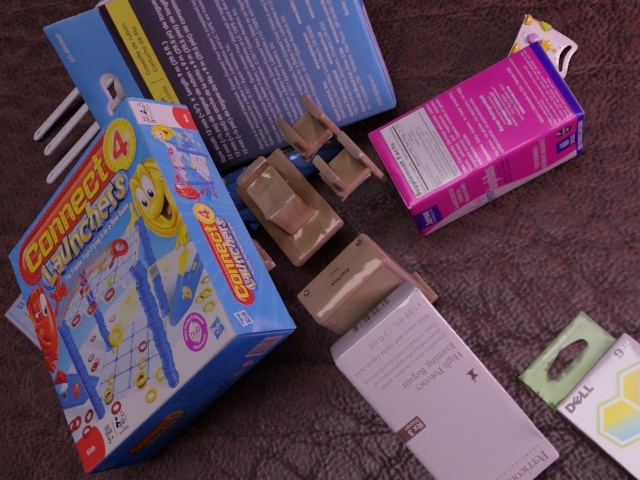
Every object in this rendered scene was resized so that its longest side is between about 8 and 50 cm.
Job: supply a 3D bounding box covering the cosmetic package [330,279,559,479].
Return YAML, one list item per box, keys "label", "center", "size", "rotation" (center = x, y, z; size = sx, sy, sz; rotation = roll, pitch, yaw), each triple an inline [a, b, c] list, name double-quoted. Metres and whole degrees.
- label: "cosmetic package"
  center: [0.126, 0.166, 0.901]
  size: [0.117, 0.085, 0.231]
  rotation: [-42, 94, 1]

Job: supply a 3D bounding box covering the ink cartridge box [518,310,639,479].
- label: "ink cartridge box"
  center: [0.320, 0.172, 0.908]
  size: [0.109, 0.062, 0.209]
  rotation: [-47, 66, -2]

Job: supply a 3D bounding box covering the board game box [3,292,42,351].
- label: "board game box"
  center: [-0.270, 0.120, 1.113]
  size: [0.281, 0.027, 0.145]
  rotation: [36, 86, 23]

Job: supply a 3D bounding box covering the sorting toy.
- label: "sorting toy"
  center: [0.274, -0.235, 1.071]
  size: [0.075, 0.045, 0.083]
  rotation: [24, 80, 2]

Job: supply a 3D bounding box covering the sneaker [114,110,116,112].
- label: "sneaker"
  center: [-0.260, -0.128, 1.169]
  size: [0.232, 0.090, 0.115]
  rotation: [-45, 59, -10]

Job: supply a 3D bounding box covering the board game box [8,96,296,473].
- label: "board game box"
  center: [-0.207, 0.054, 0.980]
  size: [0.308, 0.086, 0.302]
  rotation: [-44, 63, 32]

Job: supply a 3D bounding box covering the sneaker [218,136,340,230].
- label: "sneaker"
  center: [-0.065, -0.068, 1.105]
  size: [0.209, 0.069, 0.082]
  rotation: [-24, 103, -3]

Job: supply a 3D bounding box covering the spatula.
- label: "spatula"
  center: [-0.307, -0.194, 1.177]
  size: [0.242, 0.019, 0.168]
  rotation: [-45, 43, 11]

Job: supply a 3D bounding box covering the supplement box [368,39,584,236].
- label: "supplement box"
  center: [0.182, -0.114, 1.014]
  size: [0.220, 0.111, 0.114]
  rotation: [-28, 68, 7]

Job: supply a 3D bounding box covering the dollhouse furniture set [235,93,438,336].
- label: "dollhouse furniture set"
  center: [0.000, 0.000, 1.010]
  size: [0.212, 0.161, 0.242]
  rotation: [-44, 58, 6]

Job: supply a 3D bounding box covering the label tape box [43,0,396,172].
- label: "label tape box"
  center: [-0.112, -0.227, 1.055]
  size: [0.347, 0.249, 0.115]
  rotation: [-18, 32, 11]
